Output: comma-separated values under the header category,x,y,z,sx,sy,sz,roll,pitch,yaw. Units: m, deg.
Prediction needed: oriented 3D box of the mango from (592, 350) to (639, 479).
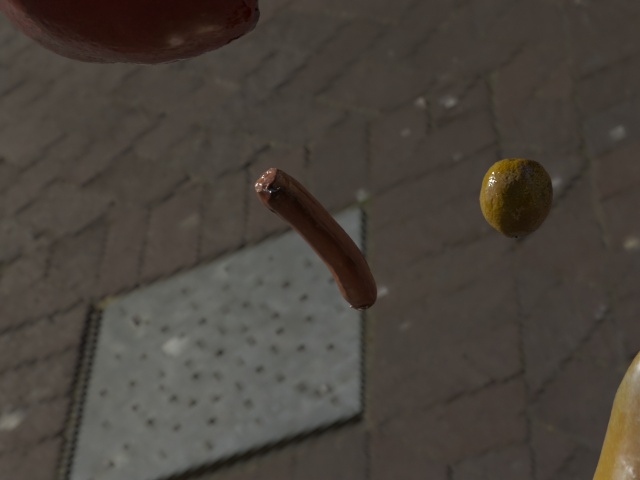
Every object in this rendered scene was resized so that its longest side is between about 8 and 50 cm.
category,x,y,z,sx,sy,sz,roll,pitch,yaw
mango,0.304,0.257,1.302,0.222,0.384,0.199,-7,4,15

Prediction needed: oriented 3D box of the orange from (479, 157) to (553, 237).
category,x,y,z,sx,sy,sz,roll,pitch,yaw
orange,0.228,-0.049,1.929,0.085,0.095,0.085,1,13,0

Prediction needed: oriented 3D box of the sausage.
category,x,y,z,sx,sy,sz,roll,pitch,yaw
sausage,0.000,-0.001,1.580,0.047,0.177,0.040,-36,28,10

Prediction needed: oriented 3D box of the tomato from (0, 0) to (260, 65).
category,x,y,z,sx,sy,sz,roll,pitch,yaw
tomato,-0.139,-0.191,0.945,0.140,0.200,0.233,-24,15,-18
